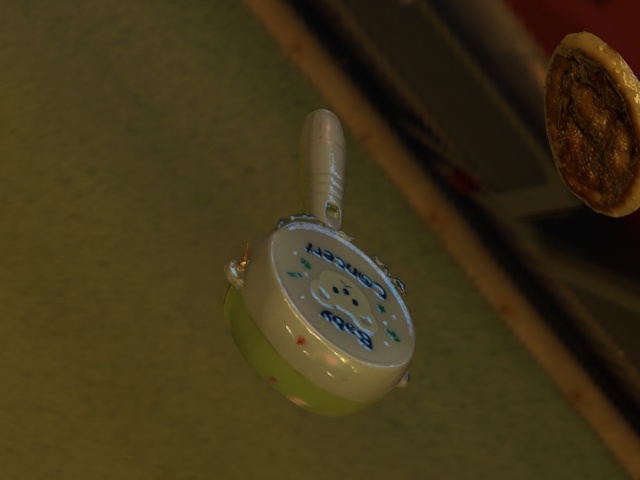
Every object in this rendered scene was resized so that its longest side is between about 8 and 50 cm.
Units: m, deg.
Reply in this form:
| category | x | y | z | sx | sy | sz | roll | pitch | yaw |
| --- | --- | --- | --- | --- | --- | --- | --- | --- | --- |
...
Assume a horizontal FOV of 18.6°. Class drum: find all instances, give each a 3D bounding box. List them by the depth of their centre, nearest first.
| category | x | y | z | sx | sy | sz | roll | pitch | yaw |
| --- | --- | --- | --- | --- | --- | --- | --- | --- | --- |
| drum | 0.016 | 0.013 | 1.172 | 0.130 | 0.049 | 0.253 | 40 | 29 | -8 |

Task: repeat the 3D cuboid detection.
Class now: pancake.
| category | x | y | z | sx | sy | sz | roll | pitch | yaw |
| --- | --- | --- | --- | --- | --- | --- | --- | --- | --- |
| pancake | 0.224 | -0.094 | 1.587 | 0.028 | 0.158 | 0.158 | -19 | 94 | -23 |
